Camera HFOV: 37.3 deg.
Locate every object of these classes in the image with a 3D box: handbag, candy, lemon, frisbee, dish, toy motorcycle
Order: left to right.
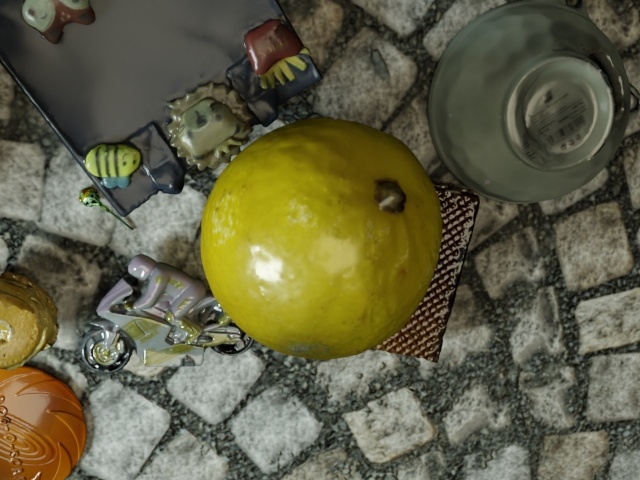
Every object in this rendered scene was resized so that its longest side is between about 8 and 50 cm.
[{"bbox_3d":[-0.403,0.255,1.233,0.192,0.035,0.191,-3,106,-11],"label":"frisbee"},{"bbox_3d":[-0.269,-0.036,1.194,0.023,0.025,0.083,-23,125,40],"label":"candy"},{"bbox_3d":[-0.195,-0.225,1.109,0.303,0.122,0.329,-35,110,-2],"label":"handbag"},{"bbox_3d":[-0.198,0.088,1.212,0.225,0.073,0.152,-7,103,-9],"label":"toy motorcycle"},{"bbox_3d":[0.000,0.000,1.112,0.297,0.297,0.296,-3,105,-11],"label":"lemon"},{"bbox_3d":[0.289,-0.171,1.219,0.303,0.120,0.302,-3,105,-10],"label":"dish"}]

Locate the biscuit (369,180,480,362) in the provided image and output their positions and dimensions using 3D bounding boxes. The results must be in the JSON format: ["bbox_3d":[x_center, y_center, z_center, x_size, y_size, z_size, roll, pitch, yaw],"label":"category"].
[{"bbox_3d":[0.127,0.043,1.267,0.106,0.070,0.251,11,102,-13],"label":"biscuit"}]

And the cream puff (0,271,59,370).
[{"bbox_3d":[-0.389,0.096,1.158,0.133,0.104,0.119,-13,112,-25],"label":"cream puff"}]
